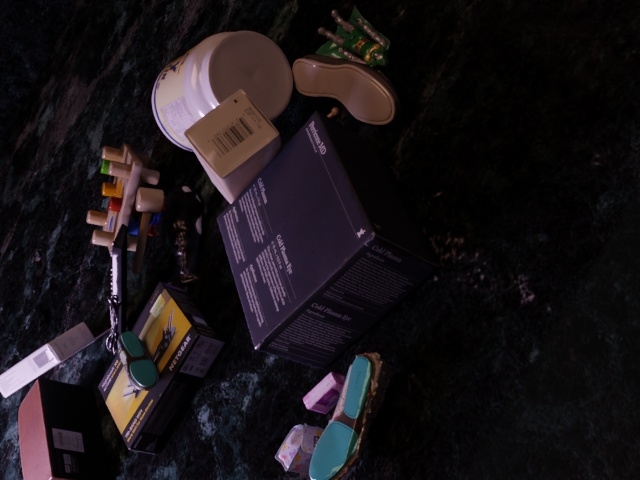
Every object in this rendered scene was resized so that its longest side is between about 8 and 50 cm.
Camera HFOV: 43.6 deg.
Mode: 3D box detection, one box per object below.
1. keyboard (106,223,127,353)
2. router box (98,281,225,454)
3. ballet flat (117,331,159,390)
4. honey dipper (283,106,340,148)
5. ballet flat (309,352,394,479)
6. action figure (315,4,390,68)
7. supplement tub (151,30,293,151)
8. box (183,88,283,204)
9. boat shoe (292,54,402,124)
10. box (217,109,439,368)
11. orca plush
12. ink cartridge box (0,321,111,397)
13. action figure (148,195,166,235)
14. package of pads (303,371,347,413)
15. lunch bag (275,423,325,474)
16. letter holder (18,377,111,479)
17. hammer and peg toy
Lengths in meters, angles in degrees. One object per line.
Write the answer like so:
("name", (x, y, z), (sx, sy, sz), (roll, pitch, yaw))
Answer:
("keyboard", (-0.486, 0.139, 1.905), (0.201, 0.033, 0.317), (-99, 14, -57))
("router box", (-0.367, 0.285, 1.815), (0.308, 0.081, 0.243), (-59, 40, 8))
("ballet flat", (-0.400, 0.279, 1.752), (0.070, 0.070, 0.188), (-52, 40, 16))
("honey dipper", (-0.020, -0.239, 1.736), (0.161, 0.030, 0.030), (-37, 47, 28))
("ballet flat", (0.061, 0.303, 1.335), (0.091, 0.077, 0.240), (26, 93, 45))
("action figure", (0.080, -0.419, 1.696), (0.137, 0.063, 0.232), (-54, 44, 9))
("supplement tub", (-0.224, -0.333, 1.809), (0.325, 0.235, 0.235), (-5, 67, 60))
("box", (-0.157, -0.165, 1.609), (0.148, 0.311, 0.121), (-39, 79, -4))
("boat shoe", (0.069, -0.322, 1.626), (0.335, 0.096, 0.112), (31, 134, 47))
("box", (0.000, 0.000, 1.476), (0.312, 0.179, 0.343), (-45, 44, 25))
("orca plush", (-0.360, -0.025, 1.946), (0.151, 0.102, 0.287), (-17, 59, 42))
("ink cartridge box", (-0.667, 0.281, 2.045), (0.275, 0.239, 0.060), (-31, 94, 34))
("action figure", (-0.424, -0.066, 2.097), (0.038, 0.030, 0.115), (-11, 58, 39))
("package of pads", (0.014, 0.272, 1.424), (0.083, 0.050, 0.032), (-47, 43, 22))
("lunch bag", (-0.026, 0.365, 1.405), (0.053, 0.071, 0.083), (35, 97, 48))
("letter holder", (-0.655, 0.529, 1.959), (0.214, 0.152, 0.301), (-50, 42, 20))
("hammer and peg toy", (-0.504, -0.087, 2.033), (0.361, 0.127, 0.265), (44, 120, 63))
